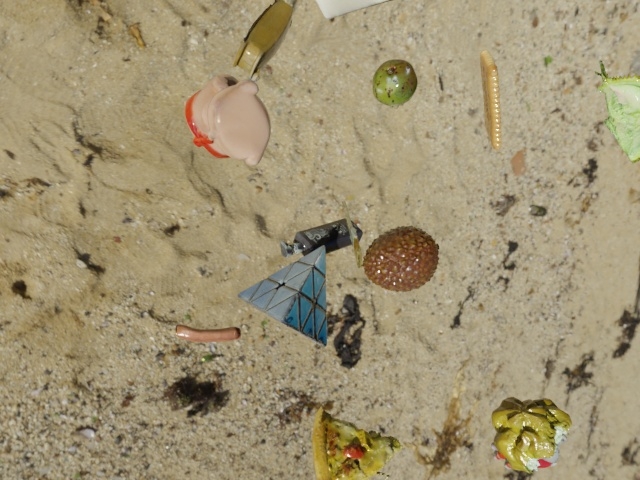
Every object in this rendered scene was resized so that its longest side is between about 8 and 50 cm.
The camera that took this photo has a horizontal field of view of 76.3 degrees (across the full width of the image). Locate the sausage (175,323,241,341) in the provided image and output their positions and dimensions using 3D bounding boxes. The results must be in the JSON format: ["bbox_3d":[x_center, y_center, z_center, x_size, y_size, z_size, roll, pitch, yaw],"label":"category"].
[{"bbox_3d":[-0.306,0.255,1.117,0.176,0.040,0.047,5,90,-19],"label":"sausage"}]

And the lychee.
[{"bbox_3d":[0.232,0.052,1.135,0.238,0.200,0.200,-12,110,-21],"label":"lychee"}]

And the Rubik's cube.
[{"bbox_3d":[-0.078,0.177,1.162,0.228,0.233,0.229,-4,142,-32],"label":"Rubik's cube"}]

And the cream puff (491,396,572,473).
[{"bbox_3d":[0.407,0.363,0.798,0.156,0.121,0.156,-25,137,-25],"label":"cream puff"}]

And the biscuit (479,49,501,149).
[{"bbox_3d":[0.486,-0.399,1.166,0.160,0.030,0.250,-78,153,-47],"label":"biscuit"}]

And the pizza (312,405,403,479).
[{"bbox_3d":[0.114,0.627,1.231,0.287,0.280,0.075,-6,140,-17],"label":"pizza"}]

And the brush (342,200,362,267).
[{"bbox_3d":[0.097,-0.039,1.288,0.020,0.337,0.086,-9,123,-1],"label":"brush"}]

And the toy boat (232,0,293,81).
[{"bbox_3d":[-0.155,-0.567,1.152,0.089,0.121,0.321,29,56,-13],"label":"toy boat"}]

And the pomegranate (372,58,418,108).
[{"bbox_3d":[0.188,-0.382,1.020,0.115,0.114,0.142,-68,159,-8],"label":"pomegranate"}]

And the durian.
[{"bbox_3d":[0.605,-0.256,0.790,0.100,0.086,0.216,-9,78,-7],"label":"durian"}]

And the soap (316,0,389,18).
[{"bbox_3d":[0.088,-0.462,0.702,0.064,0.183,0.122,46,59,-44],"label":"soap"}]

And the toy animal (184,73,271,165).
[{"bbox_3d":[-0.186,-0.242,0.832,0.171,0.197,0.172,-13,113,-32],"label":"toy animal"}]

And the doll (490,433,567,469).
[{"bbox_3d":[0.466,0.466,0.907,0.075,0.102,0.228,-47,163,-40],"label":"doll"}]

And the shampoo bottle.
[{"bbox_3d":[0.000,0.001,1.370,0.309,0.098,0.071,-19,147,-37],"label":"shampoo bottle"}]
